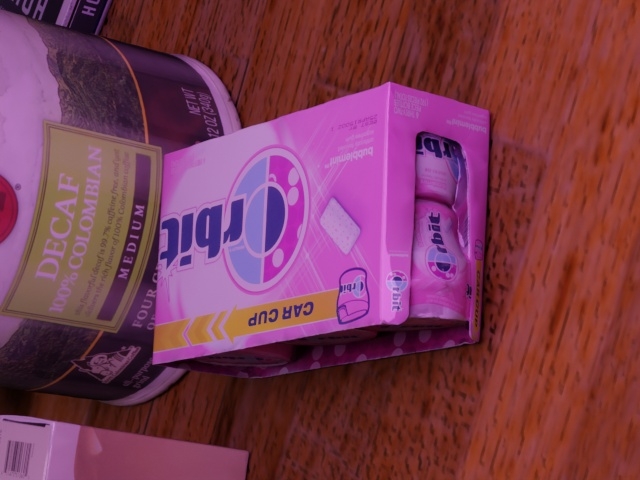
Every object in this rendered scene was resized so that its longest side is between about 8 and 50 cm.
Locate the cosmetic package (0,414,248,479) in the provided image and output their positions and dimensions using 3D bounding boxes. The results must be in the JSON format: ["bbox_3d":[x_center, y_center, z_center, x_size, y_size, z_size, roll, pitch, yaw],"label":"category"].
[{"bbox_3d":[-0.099,0.114,0.970,0.060,0.115,0.041,-1,79,52],"label":"cosmetic package"}]

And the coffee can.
[{"bbox_3d":[-0.205,-0.029,1.016,0.201,0.275,0.201,-18,67,50],"label":"coffee can"}]

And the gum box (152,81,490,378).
[{"bbox_3d":[0.000,0.000,0.914,0.188,0.062,0.107,-14,70,51],"label":"gum box"}]

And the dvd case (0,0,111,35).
[{"bbox_3d":[-0.158,-0.219,1.216,0.179,0.030,0.238,43,114,50],"label":"dvd case"}]
